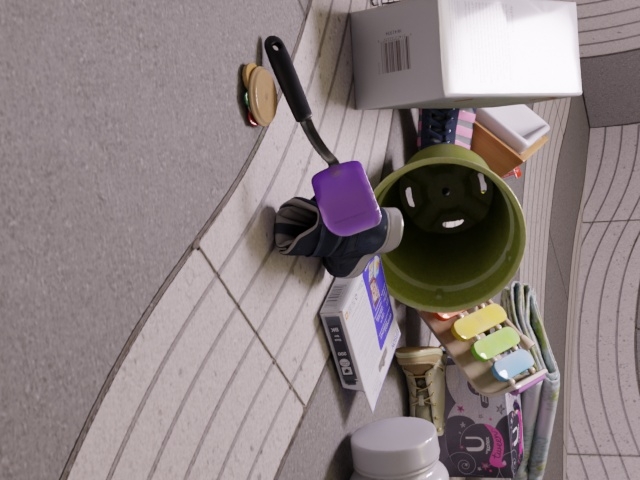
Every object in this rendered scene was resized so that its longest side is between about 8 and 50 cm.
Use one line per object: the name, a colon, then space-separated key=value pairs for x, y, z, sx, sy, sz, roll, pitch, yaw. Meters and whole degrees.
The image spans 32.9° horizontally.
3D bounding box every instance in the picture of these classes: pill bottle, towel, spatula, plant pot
pill bottle: x=0.129 y=0.436 z=1.712 sx=0.161 sy=0.161 sz=0.283 roll=-35 pitch=119 yaw=-65
towel: x=0.437 y=0.322 z=2.392 sx=0.321 sy=0.090 sz=0.375 roll=-92 pitch=-179 yaw=-53
spatula: x=-0.010 y=-0.145 z=1.459 sx=0.297 sy=0.084 sz=0.030 roll=64 pitch=-23 yaw=11
plant pot: x=0.216 y=-0.052 z=1.902 sx=0.254 sy=0.276 sz=0.276 roll=-71 pitch=152 yaw=-67

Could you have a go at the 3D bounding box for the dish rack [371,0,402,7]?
dish rack: x=0.162 y=-0.406 z=2.010 sx=0.208 sy=0.074 sz=0.272 roll=-49 pitch=133 yaw=-59

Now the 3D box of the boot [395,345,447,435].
boot: x=0.187 y=0.279 z=1.992 sx=0.213 sy=0.077 sz=0.165 roll=29 pitch=62 yaw=-68

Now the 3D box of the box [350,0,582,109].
box: x=0.251 y=-0.316 z=1.850 sx=0.345 sy=0.215 sz=0.168 roll=-6 pitch=94 yaw=-39

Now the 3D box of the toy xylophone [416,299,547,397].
toy xylophone: x=0.300 y=0.150 z=2.055 sx=0.323 sy=0.081 sz=0.236 roll=48 pitch=40 yaw=10

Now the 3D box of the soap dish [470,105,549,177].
soap dish: x=0.351 y=-0.241 z=2.281 sx=0.118 sy=0.229 sz=0.291 roll=-54 pitch=171 yaw=24

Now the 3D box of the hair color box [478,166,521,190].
hair color box: x=0.380 y=-0.207 z=2.457 sx=0.053 sy=0.093 sz=0.167 roll=-28 pitch=98 yaw=-65

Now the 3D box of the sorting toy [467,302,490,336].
sorting toy: x=0.344 y=0.185 z=2.400 sx=0.229 sy=0.041 sz=0.307 roll=56 pitch=28 yaw=-59

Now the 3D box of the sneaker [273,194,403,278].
sneaker: x=0.000 y=-0.002 z=1.550 sx=0.226 sy=0.163 sz=0.086 roll=138 pitch=-49 yaw=-64

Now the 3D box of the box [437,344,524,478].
box: x=0.316 y=0.340 z=2.186 sx=0.142 sy=0.163 sz=0.247 roll=-27 pitch=112 yaw=-68

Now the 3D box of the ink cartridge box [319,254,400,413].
ink cartridge box: x=0.068 y=0.135 z=1.747 sx=0.206 sy=0.045 sz=0.208 roll=-63 pitch=143 yaw=-52

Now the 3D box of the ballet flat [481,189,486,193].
ballet flat: x=0.392 y=-0.030 z=2.566 sx=0.077 sy=0.077 sz=0.231 roll=-58 pitch=142 yaw=-21

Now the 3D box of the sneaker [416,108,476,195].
sneaker: x=0.236 y=-0.205 z=2.077 sx=0.131 sy=0.112 sz=0.319 roll=-64 pitch=154 yaw=-44

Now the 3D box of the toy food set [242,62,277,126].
toy food set: x=-0.081 y=-0.191 z=1.444 sx=0.083 sy=0.020 sz=0.083 roll=18 pitch=71 yaw=-67
